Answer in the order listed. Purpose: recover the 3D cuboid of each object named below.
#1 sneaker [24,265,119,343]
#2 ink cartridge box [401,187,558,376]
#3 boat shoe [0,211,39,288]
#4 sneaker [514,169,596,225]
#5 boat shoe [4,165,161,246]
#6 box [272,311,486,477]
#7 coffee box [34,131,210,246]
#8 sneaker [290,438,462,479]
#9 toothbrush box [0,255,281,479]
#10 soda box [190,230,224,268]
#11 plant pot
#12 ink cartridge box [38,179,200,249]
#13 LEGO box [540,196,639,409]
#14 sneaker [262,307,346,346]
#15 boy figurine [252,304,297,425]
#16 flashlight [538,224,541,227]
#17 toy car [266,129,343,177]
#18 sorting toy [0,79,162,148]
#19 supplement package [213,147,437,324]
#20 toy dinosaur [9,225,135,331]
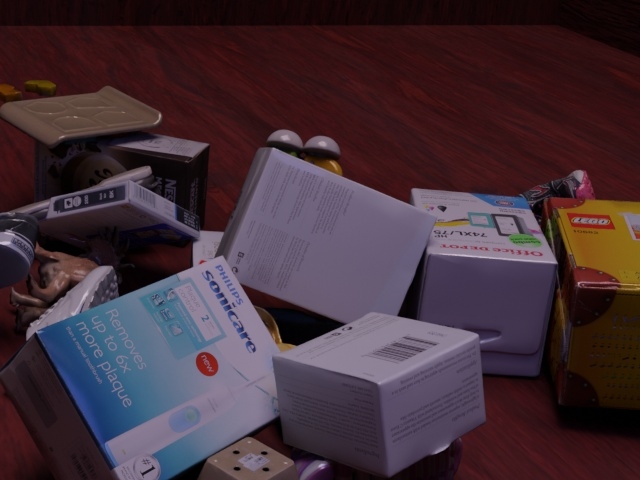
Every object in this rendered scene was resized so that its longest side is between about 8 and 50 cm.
[{"bbox_3d":[-0.353,0.118,1.598,0.094,0.090,0.235,5,42,17],"label":"sneaker"},{"bbox_3d":[0.238,0.061,1.809,0.198,0.197,0.270,4,23,-4],"label":"ink cartridge box"},{"bbox_3d":[-0.550,0.026,1.677,0.306,0.113,0.105,-19,38,19],"label":"boat shoe"},{"bbox_3d":[0.432,-0.051,2.166,0.112,0.121,0.299,-12,-7,-14],"label":"sneaker"},{"bbox_3d":[-0.431,-0.032,1.968,0.335,0.096,0.112,-19,10,-6],"label":"boat shoe"},{"bbox_3d":[0.070,0.176,1.363,0.181,0.119,0.182,-19,19,-41],"label":"box"},{"bbox_3d":[-0.362,-0.110,2.099,0.297,0.168,0.119,11,23,12],"label":"coffee box"},{"bbox_3d":[0.062,0.268,1.420,0.236,0.095,0.104,-6,18,-26],"label":"sneaker"},{"bbox_3d":[-0.193,0.174,1.371,0.295,0.126,0.216,-22,77,-46],"label":"toothbrush box"},{"bbox_3d":[-0.176,0.058,1.868,0.069,0.074,0.216,3,23,-9],"label":"soda box"},{"bbox_3d":[-0.083,0.290,1.312,0.109,0.096,0.109,22,27,34],"label":"plant pot"},{"bbox_3d":[-0.335,-0.032,1.862,0.208,0.045,0.206,-11,-19,23],"label":"ink cartridge box"},{"bbox_3d":[0.591,0.093,1.714,0.500,0.193,0.372,3,21,4],"label":"LEGO box"},{"bbox_3d":[-0.009,0.138,1.731,0.209,0.069,0.082,11,20,12],"label":"sneaker"},{"bbox_3d":[-0.043,0.184,1.587,0.177,0.092,0.285,-9,30,-26],"label":"boy figurine"},{"bbox_3d":[0.321,0.015,2.089,0.304,0.103,0.103,4,24,7],"label":"flashlight"},{"bbox_3d":[-0.041,-0.124,2.284,0.182,0.159,0.136,10,-12,10],"label":"toy car"},{"bbox_3d":[-0.464,-0.236,2.114,0.229,0.041,0.307,-18,32,-37],"label":"sorting toy"},{"bbox_3d":[0.000,0.000,1.733,0.262,0.199,0.198,22,1,-10],"label":"supplement package"},{"bbox_3d":[-0.361,0.064,1.756,0.200,0.127,0.296,3,27,-25],"label":"toy dinosaur"}]
